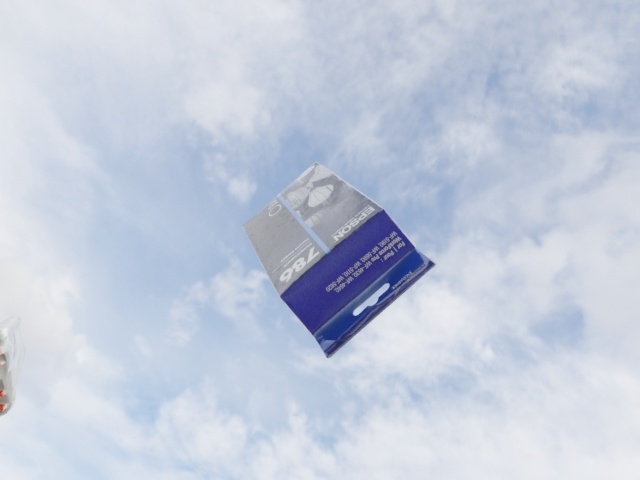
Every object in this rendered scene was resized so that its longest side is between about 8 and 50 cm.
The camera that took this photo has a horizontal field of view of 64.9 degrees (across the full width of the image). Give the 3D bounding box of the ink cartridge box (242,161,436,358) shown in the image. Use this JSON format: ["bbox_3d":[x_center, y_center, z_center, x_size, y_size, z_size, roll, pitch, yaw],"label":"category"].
[{"bbox_3d":[0.000,0.000,0.676,0.165,0.333,0.065,-41,-61,-2],"label":"ink cartridge box"}]

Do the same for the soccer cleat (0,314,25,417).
[{"bbox_3d":[-0.509,0.207,0.808,0.068,0.076,0.196,21,-62,-6],"label":"soccer cleat"}]
